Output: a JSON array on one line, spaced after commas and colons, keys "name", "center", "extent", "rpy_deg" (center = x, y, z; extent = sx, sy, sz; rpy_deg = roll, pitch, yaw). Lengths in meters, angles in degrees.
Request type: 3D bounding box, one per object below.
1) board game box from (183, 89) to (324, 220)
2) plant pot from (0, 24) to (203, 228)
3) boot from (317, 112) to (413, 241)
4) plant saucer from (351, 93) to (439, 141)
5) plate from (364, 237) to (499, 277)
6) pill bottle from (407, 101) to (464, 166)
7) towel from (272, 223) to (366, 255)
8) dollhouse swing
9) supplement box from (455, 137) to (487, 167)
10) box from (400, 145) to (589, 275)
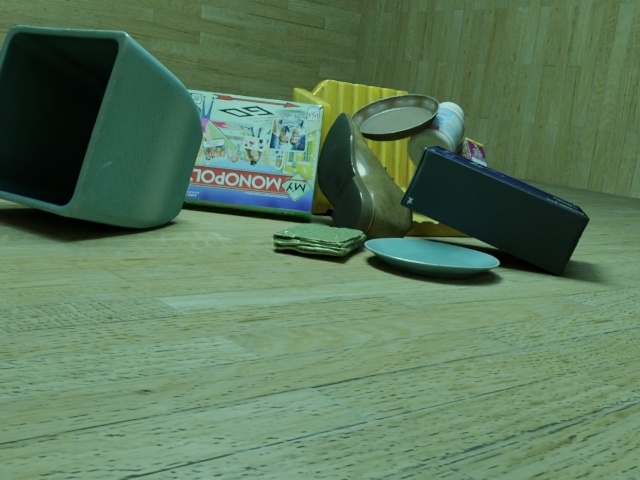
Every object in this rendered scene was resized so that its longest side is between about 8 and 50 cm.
[{"name": "board game box", "center": [-0.162, -0.159, 1.352], "extent": [0.317, 0.214, 0.046], "rpy_deg": [6, -19, 0]}, {"name": "plant pot", "center": [-0.317, -0.144, 1.102], "extent": [0.247, 0.247, 0.252], "rpy_deg": [13, -5, 31]}, {"name": "boot", "center": [0.072, -0.102, 1.272], "extent": [0.115, 0.112, 0.305], "rpy_deg": [14, 39, -24]}, {"name": "plant saucer", "center": [0.139, -0.225, 1.389], "extent": [0.168, 0.029, 0.168], "rpy_deg": [-11, 30, 7]}, {"name": "plate", "center": [0.153, 0.026, 1.038], "extent": [0.188, 0.024, 0.188], "rpy_deg": [7, 10, -1]}, {"name": "pill bottle", "center": [0.227, -0.204, 1.434], "extent": [0.087, 0.087, 0.160], "rpy_deg": [10, 36, 18]}, {"name": "towel", "center": [0.000, 0.000, 1.076], "extent": [0.110, 0.027, 0.148], "rpy_deg": [9, 11, 15]}, {"name": "dollhouse swing", "center": [0.162, -0.167, 1.470], "extent": [0.346, 0.315, 0.305], "rpy_deg": [1, 0, -30]}, {"name": "supplement box", "center": [0.286, -0.147, 1.433], "extent": [0.043, 0.055, 0.083], "rpy_deg": [20, 46, -22]}, {"name": "box", "center": [0.274, -0.055, 1.182], "extent": [0.261, 0.103, 0.184], "rpy_deg": [25, 16, 10]}]
